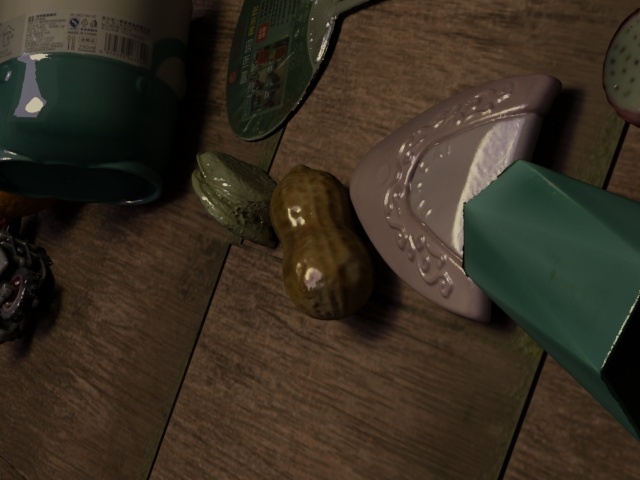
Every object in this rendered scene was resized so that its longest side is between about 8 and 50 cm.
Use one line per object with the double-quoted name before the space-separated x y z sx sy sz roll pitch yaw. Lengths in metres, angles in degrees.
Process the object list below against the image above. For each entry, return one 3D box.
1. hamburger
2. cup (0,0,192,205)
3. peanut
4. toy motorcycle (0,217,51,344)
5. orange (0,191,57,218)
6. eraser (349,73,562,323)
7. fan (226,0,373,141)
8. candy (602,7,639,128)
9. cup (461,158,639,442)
"hamburger" -0.088 -0.050 1.670 0.054 0.084 0.121 -58 33 21
"cup" -0.291 -0.183 1.865 0.219 0.290 0.257 99 176 -69
"peanut" 0.000 0.002 1.520 0.089 0.089 0.193 -48 35 30
"toy motorcycle" -0.384 0.050 2.065 0.122 0.080 0.215 -56 30 17
"orange" -0.372 -0.129 2.034 0.206 0.206 0.206 -31 49 45
"eraser" 0.090 -0.044 1.428 0.243 0.059 0.204 9 81 58
"fan" -0.025 -0.196 1.720 0.294 0.012 0.223 37 104 57
"candy" 0.253 -0.130 1.248 0.103 0.043 0.103 -31 49 44
"cup" 0.196 0.034 1.178 0.148 0.134 0.236 -63 30 6
